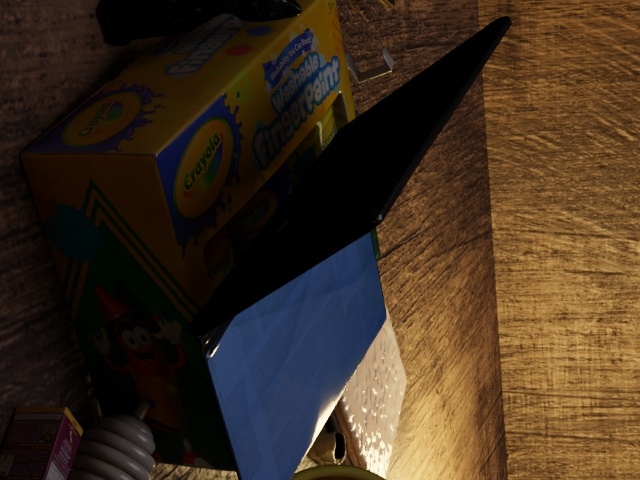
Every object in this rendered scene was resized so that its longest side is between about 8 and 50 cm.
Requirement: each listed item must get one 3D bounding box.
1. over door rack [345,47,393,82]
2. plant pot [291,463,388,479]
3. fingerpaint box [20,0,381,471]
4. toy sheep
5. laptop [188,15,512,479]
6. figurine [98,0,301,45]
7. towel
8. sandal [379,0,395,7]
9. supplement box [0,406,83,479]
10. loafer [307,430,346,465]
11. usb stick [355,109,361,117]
[{"bbox_3d":[-0.024,-0.381,1.811,0.324,0.108,0.239,40,41,-25],"label":"over door rack"},{"bbox_3d":[0.024,0.428,1.811,0.239,0.254,0.254,66,24,-83],"label":"plant pot"},{"bbox_3d":[-0.099,-0.033,1.467,0.445,0.163,0.371,-53,138,-52],"label":"fingerpaint box"},{"bbox_3d":[-0.204,0.218,1.320,0.132,0.091,0.091,-68,155,-22],"label":"toy sheep"},{"bbox_3d":[0.060,0.036,1.362,0.236,0.408,0.382,47,42,-12],"label":"laptop"},{"bbox_3d":[-0.140,-0.310,1.375,0.092,0.209,0.215,-73,155,-46],"label":"figurine"},{"bbox_3d":[0.073,0.233,2.283,0.317,0.053,0.331,-72,154,-46],"label":"towel"},{"bbox_3d":[0.067,-0.467,2.344,0.219,0.060,0.090,6,76,-58],"label":"sandal"},{"bbox_3d":[-0.256,0.196,1.205,0.043,0.055,0.083,70,26,-47],"label":"supplement box"},{"bbox_3d":[0.018,0.328,2.093,0.148,0.050,0.056,33,57,-69],"label":"loafer"},{"bbox_3d":[0.033,-0.107,2.197,0.077,0.045,0.278,72,24,-44],"label":"usb stick"}]
